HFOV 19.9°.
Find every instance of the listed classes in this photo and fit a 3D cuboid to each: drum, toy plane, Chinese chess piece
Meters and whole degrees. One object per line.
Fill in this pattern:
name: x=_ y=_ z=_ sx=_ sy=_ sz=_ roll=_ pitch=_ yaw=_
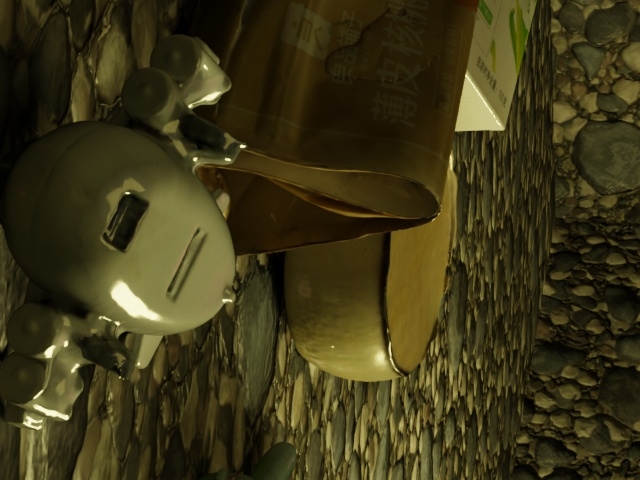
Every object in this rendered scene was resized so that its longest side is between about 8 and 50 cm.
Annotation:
drum: x=-0.061 y=0.245 z=1.530 sx=0.253 sy=0.049 sz=0.130 roll=2 pitch=92 yaw=-77
toy plane: x=-0.116 y=-0.003 z=1.059 sx=0.252 sy=0.118 sz=0.252 roll=-57 pitch=161 yaw=-31
Chinese chess piece: x=0.051 y=0.006 z=1.735 sx=0.257 sy=0.104 sz=0.257 roll=7 pitch=90 yaw=-71

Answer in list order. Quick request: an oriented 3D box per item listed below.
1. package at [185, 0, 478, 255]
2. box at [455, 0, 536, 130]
package: x=-0.011 y=-0.162 z=1.371 sx=0.165 sy=0.221 sz=0.311 roll=51 pitch=40 yaw=-41
box: x=0.115 y=-0.256 z=1.846 sx=0.260 sy=0.111 sz=0.194 roll=45 pitch=52 yaw=-48
